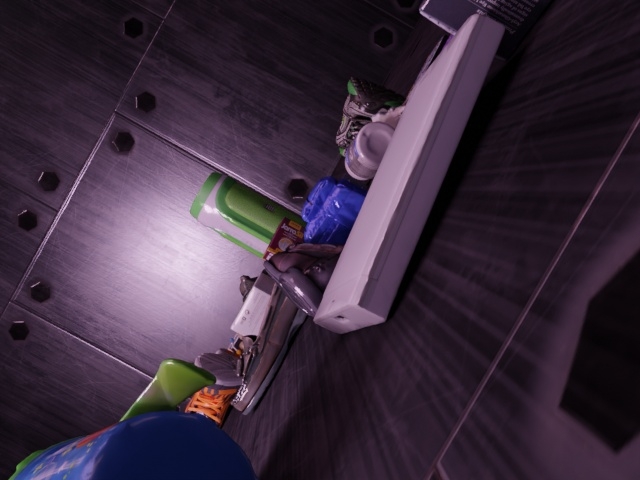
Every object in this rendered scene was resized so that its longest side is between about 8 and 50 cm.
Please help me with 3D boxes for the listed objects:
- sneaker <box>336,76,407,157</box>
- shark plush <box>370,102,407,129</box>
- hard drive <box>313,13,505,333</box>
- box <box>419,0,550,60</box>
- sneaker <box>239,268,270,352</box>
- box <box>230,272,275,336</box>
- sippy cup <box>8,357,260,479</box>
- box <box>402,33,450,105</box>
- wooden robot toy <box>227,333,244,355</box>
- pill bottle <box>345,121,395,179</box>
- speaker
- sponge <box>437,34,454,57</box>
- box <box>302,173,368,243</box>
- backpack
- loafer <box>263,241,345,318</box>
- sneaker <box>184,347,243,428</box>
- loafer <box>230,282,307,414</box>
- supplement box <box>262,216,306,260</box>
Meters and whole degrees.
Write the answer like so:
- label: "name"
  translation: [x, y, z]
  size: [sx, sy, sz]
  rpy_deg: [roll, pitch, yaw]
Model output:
- label: "sneaker"
  translation: [0.103, -0.240, 1.515]
  size: [0.343, 0.134, 0.146]
  rpy_deg: [49, -117, -85]
- label: "shark plush"
  translation: [0.145, -0.225, 1.252]
  size: [0.067, 0.073, 0.161]
  rpy_deg: [-30, -14, -22]
- label: "hard drive"
  translation: [0.084, -0.056, 0.744]
  size: [0.203, 0.040, 0.307]
  rpy_deg: [135, 159, -75]
- label: "box"
  translation: [0.205, -0.313, 0.716]
  size: [0.207, 0.108, 0.153]
  rpy_deg: [-57, 6, 49]
- label: "sneaker"
  translation: [-0.140, 0.158, 1.550]
  size: [0.227, 0.130, 0.087]
  rpy_deg: [-64, 3, -16]
- label: "box"
  translation: [-0.097, 0.134, 1.353]
  size: [0.101, 0.102, 0.087]
  rpy_deg: [-61, 2, 16]
- label: "sippy cup"
  translation: [-0.171, 0.267, 0.659]
  size: [0.240, 0.305, 0.224]
  rpy_deg: [-5, -25, -39]
- label: "box"
  translation: [0.194, -0.297, 1.311]
  size: [0.137, 0.027, 0.094]
  rpy_deg: [-62, 3, -18]
- label: "wooden robot toy"
  translation: [-0.226, 0.332, 2.011]
  size: [0.079, 0.076, 0.173]
  rpy_deg: [34, 95, 51]
- label: "pill bottle"
  translation: [0.087, -0.152, 1.259]
  size: [0.078, 0.078, 0.137]
  rpy_deg: [-61, 4, -12]
- label: "speaker"
  translation: [-0.134, -0.034, 1.599]
  size: [0.131, 0.297, 0.131]
  rpy_deg: [-60, 4, 7]
- label: "sponge"
  translation: [0.203, -0.283, 1.084]
  size: [0.210, 0.031, 0.117]
  rpy_deg: [-61, 4, -15]
- label: "box"
  translation: [0.000, 0.000, 1.400]
  size: [0.183, 0.059, 0.232]
  rpy_deg: [-62, 5, -28]
- label: "backpack"
  translation: [0.020, -0.034, 1.125]
  size: [0.120, 0.101, 0.098]
  rpy_deg: [-62, -3, 12]
- label: "loafer"
  translation: [-0.010, 0.050, 1.046]
  size: [0.095, 0.109, 0.302]
  rpy_deg: [-42, 8, -7]
- label: "sneaker"
  translation: [-0.230, 0.344, 1.574]
  size: [0.321, 0.125, 0.180]
  rpy_deg: [51, -116, -83]
- label: "loafer"
  translation: [-0.090, 0.159, 1.217]
  size: [0.267, 0.084, 0.096]
  rpy_deg: [-61, 4, -6]
- label: "supplement box"
  translation: [-0.066, 0.007, 1.361]
  size: [0.083, 0.055, 0.043]
  rpy_deg: [-66, 7, -31]
